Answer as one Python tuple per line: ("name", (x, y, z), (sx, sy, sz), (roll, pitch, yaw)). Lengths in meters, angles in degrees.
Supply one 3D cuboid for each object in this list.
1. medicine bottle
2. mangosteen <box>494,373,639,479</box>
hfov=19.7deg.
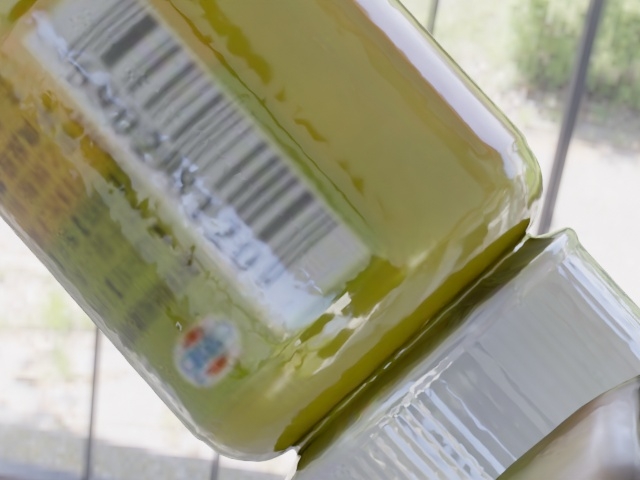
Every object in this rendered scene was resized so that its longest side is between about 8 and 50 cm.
("medicine bottle", (0.000, 0.000, 0.918), (0.384, 0.224, 0.224), (47, 43, 5))
("mangosteen", (0.170, 0.133, 0.305), (0.435, 0.382, 0.382), (-11, 38, -22))
